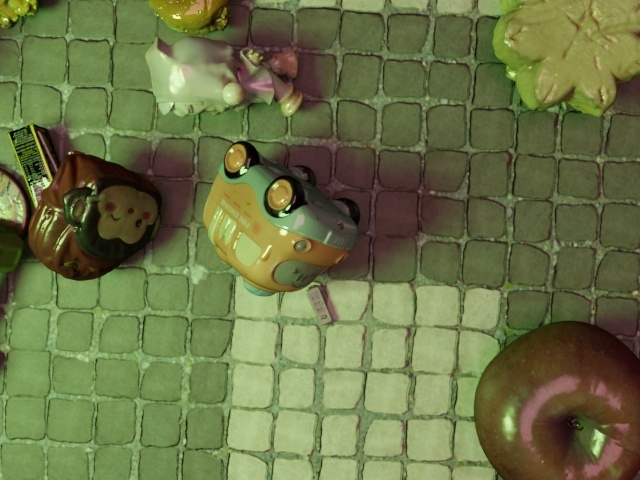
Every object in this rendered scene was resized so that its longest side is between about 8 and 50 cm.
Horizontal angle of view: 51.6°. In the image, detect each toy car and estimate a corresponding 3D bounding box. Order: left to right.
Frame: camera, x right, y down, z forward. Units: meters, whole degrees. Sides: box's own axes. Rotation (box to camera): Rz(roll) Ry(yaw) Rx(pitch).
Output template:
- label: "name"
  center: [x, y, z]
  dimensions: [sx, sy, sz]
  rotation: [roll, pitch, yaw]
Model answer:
- label: "toy car"
  center: [-0.082, -0.023, 1.113]
  dimensions: [0.270, 0.181, 0.212]
  rotation: [40, 104, 36]

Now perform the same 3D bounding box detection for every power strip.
- label: "power strip"
  center: [-0.001, 0.122, 1.219]
  dimensions: [0.027, 0.017, 0.083]
  rotation: [-24, 89, 2]

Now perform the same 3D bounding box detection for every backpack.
- label: "backpack"
  center: [-0.391, -0.033, 1.129]
  dimensions: [0.139, 0.229, 0.229]
  rotation: [34, 90, 29]

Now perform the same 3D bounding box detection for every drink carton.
- label: "drink carton"
  center: [-0.496, -0.121, 1.191]
  dimensions: [0.056, 0.071, 0.165]
  rotation: [-21, 92, 3]

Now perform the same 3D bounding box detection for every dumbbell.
- label: "dumbbell"
  center: [-0.618, 0.110, 1.157]
  dimensions: [0.108, 0.121, 0.301]
  rotation: [24, 96, 20]

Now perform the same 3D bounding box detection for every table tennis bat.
- label: "table tennis bat"
  center: [-0.686, -0.038, 1.211]
  dimensions: [0.311, 0.038, 0.200]
  rotation: [-11, 92, -3]

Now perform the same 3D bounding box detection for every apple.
- label: "apple"
  center: [0.401, 0.284, 1.113]
  dimensions: [0.306, 0.235, 0.305]
  rotation: [0, 91, 3]

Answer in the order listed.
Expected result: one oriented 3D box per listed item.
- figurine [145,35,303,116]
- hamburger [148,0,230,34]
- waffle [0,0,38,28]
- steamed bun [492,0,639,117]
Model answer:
- label: "figurine"
  center: [-0.161, -0.280, 1.138]
  dimensions: [0.276, 0.200, 0.133]
  rotation: [-6, 108, -28]
- label: "hamburger"
  center: [-0.231, -0.441, 1.183]
  dimensions: [0.147, 0.083, 0.137]
  rotation: [5, 95, 3]
- label: "waffle"
  center: [-0.603, -0.473, 1.130]
  dimensions: [0.238, 0.243, 0.058]
  rotation: [7, 53, 6]
- label: "steamed bun"
  center: [0.429, -0.350, 1.160]
  dimensions: [0.296, 0.137, 0.292]
  rotation: [20, 86, -8]
